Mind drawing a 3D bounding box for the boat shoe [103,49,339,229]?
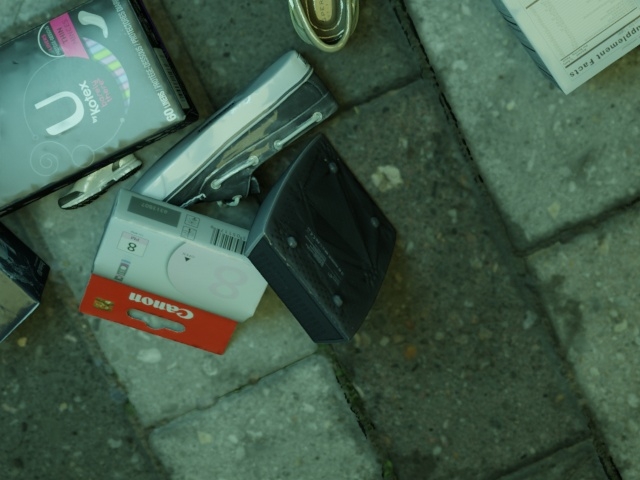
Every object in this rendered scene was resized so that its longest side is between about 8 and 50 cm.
[{"bbox_3d":[-0.111,-0.085,1.961,0.301,0.108,0.102,-41,103,1],"label":"boat shoe"}]

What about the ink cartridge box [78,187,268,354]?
[{"bbox_3d":[-0.169,0.057,1.954,0.189,0.066,0.232,18,133,-8],"label":"ink cartridge box"}]

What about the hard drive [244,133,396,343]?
[{"bbox_3d":[0.000,0.000,1.918,0.054,0.254,0.172,-30,106,27],"label":"hard drive"}]

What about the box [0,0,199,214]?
[{"bbox_3d":[-0.293,-0.147,1.895,0.270,0.143,0.165,-26,92,4],"label":"box"}]

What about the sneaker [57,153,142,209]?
[{"bbox_3d":[-0.261,-0.074,1.989,0.109,0.040,0.043,-34,88,2],"label":"sneaker"}]

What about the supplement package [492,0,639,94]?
[{"bbox_3d":[0.249,-0.304,1.904,0.139,0.134,0.244,-34,104,5],"label":"supplement package"}]

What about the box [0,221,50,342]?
[{"bbox_3d":[-0.398,0.029,1.942,0.093,0.156,0.158,-44,103,7],"label":"box"}]

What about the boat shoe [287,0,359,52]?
[{"bbox_3d":[-0.013,-0.357,1.892,0.109,0.098,0.302,-10,105,-1],"label":"boat shoe"}]
